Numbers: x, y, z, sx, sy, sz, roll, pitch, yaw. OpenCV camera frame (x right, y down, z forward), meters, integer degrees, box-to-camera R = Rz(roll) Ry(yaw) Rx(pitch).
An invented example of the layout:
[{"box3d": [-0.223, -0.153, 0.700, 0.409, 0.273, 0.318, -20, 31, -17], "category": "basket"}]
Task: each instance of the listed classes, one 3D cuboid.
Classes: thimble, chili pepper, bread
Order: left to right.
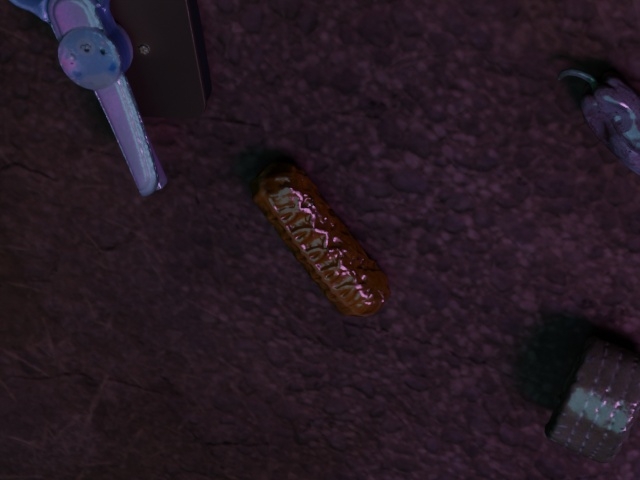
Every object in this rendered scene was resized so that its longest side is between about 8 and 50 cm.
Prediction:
[{"box3d": [0.000, 0.000, 1.399, 0.052, 0.044, 0.157, -28, 110, 27], "category": "bread"}, {"box3d": [0.227, 0.133, 1.382, 0.062, 0.084, 0.110, 23, 140, 6], "category": "thimble"}, {"box3d": [0.239, -0.077, 1.262, 0.153, 0.041, 0.050, 45, 168, -13], "category": "chili pepper"}]

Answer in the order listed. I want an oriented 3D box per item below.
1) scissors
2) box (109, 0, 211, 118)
[{"box3d": [-0.178, -0.151, 1.330, 0.125, 0.030, 0.256, -10, 116, 27], "category": "scissors"}, {"box3d": [-0.136, -0.159, 1.350, 0.091, 0.031, 0.126, 2, 124, 19], "category": "box"}]
